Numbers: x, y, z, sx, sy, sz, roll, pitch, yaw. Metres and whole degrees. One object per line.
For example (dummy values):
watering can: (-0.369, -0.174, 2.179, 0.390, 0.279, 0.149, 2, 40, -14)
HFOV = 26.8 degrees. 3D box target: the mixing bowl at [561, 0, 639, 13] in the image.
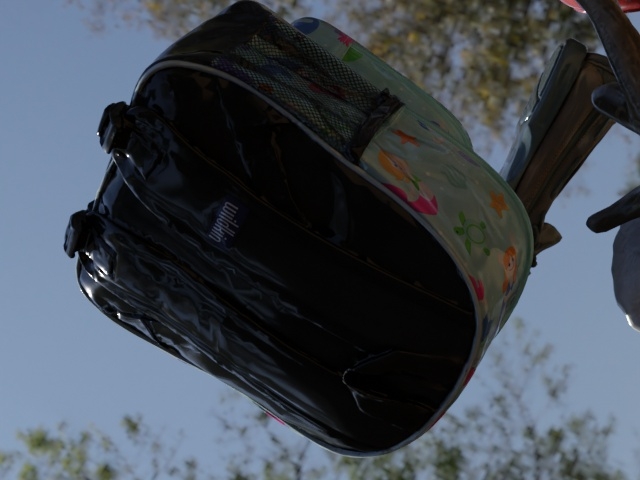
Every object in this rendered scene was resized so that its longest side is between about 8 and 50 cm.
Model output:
mixing bowl: (0.260, -0.255, 1.171, 0.181, 0.181, 0.098, -31, -59, -44)

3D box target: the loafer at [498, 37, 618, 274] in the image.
loafer: (0.182, -0.033, 1.127, 0.096, 0.084, 0.267, -69, 4, -78)

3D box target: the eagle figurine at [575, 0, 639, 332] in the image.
eagle figurine: (0.297, -0.065, 0.694, 0.298, 0.225, 0.226, -16, -76, -26)

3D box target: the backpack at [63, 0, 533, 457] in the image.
backpack: (0.000, 0.000, 0.836, 0.191, 0.253, 0.225, -41, -17, -50)
